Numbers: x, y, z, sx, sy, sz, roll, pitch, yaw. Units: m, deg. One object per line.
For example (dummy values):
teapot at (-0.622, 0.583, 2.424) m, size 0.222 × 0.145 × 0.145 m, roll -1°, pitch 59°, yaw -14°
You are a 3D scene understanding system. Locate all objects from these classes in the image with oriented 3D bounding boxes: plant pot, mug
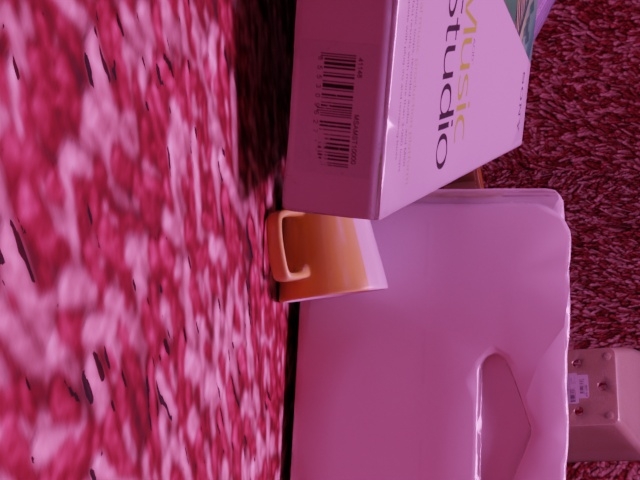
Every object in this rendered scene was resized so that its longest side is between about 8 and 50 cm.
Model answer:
plant pot at (0.257, 0.152, 1.196) m, size 0.096 × 0.109 × 0.109 m, roll 44°, pitch 44°, yaw -62°
mug at (0.004, 0.000, 0.695) m, size 0.078 × 0.062 × 0.064 m, roll 61°, pitch 22°, yaw -86°

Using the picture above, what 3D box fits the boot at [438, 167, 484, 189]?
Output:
boot at (0.219, -0.134, 2.046) m, size 0.283 × 0.109 × 0.220 m, roll 69°, pitch 18°, yaw -50°

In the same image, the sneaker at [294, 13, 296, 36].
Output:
sneaker at (0.011, -0.107, 0.761) m, size 0.059 × 0.053 × 0.144 m, roll 3°, pitch 97°, yaw -81°

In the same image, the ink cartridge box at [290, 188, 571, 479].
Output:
ink cartridge box at (0.087, 0.146, 0.895) m, size 0.395 × 0.166 × 0.286 m, roll 60°, pitch 31°, yaw -75°

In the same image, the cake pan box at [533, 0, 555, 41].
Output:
cake pan box at (0.213, -0.291, 1.347) m, size 0.267 × 0.070 × 0.246 m, roll -60°, pitch 166°, yaw -10°

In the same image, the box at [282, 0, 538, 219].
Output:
box at (0.070, -0.151, 0.715) m, size 0.322 × 0.058 × 0.232 m, roll -29°, pitch 126°, yaw -67°
